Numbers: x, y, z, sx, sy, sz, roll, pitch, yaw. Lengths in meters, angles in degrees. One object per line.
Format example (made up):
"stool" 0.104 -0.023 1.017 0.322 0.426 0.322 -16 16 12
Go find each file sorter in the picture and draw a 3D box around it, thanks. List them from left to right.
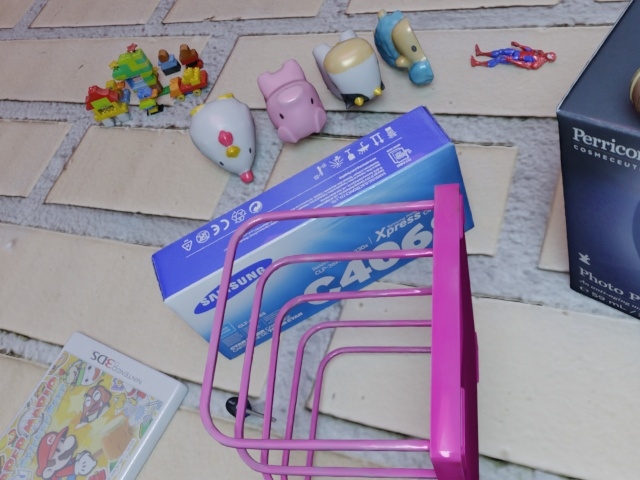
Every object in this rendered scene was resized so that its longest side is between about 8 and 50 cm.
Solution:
"file sorter" 0.040 0.124 0.567 0.182 0.290 0.202 -3 56 15

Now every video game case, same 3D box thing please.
"video game case" -0.300 0.242 0.808 0.206 0.026 0.227 16 65 31

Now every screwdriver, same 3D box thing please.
"screwdriver" -0.076 0.182 0.690 0.025 0.170 0.024 -25 91 -18

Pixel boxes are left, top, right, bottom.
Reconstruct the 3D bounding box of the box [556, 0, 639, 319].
"box" 0.375 -0.032 0.543 0.296 0.294 0.182 27 70 35

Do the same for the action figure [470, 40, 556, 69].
"action figure" 0.270 -0.258 0.915 0.115 0.030 0.038 11 57 27

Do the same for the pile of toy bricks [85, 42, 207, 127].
"pile of toy bricks" -0.307 -0.289 1.127 0.212 0.105 0.118 -16 53 12

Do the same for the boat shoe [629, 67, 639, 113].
"boat shoe" 0.287 -0.099 0.398 0.178 0.064 0.060 -7 56 18

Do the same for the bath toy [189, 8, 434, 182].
"bath toy" -0.021 -0.199 0.940 0.348 0.151 0.129 -27 86 4

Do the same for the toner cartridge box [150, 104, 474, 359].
"toner cartridge box" 0.000 0.000 0.762 0.348 0.165 0.075 -29 51 3
